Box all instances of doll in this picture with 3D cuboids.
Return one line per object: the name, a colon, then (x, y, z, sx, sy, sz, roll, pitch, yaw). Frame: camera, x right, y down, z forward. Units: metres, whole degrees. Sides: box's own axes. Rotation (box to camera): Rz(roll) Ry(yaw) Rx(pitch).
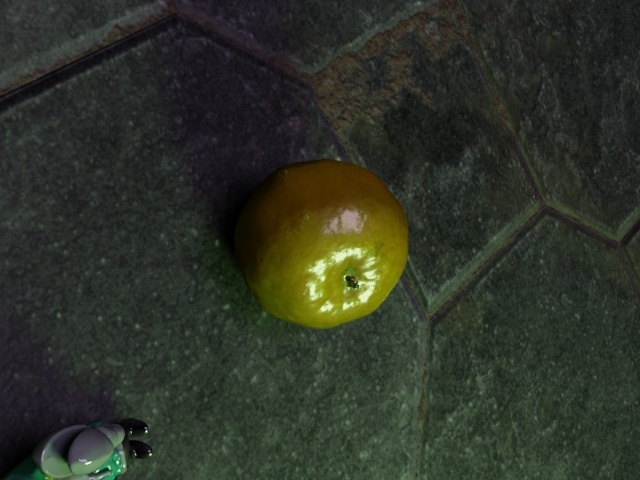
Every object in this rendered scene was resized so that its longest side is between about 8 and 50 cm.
doll: (-0.310, 0.300, 1.356, 0.195, 0.153, 0.258, 62, 41, -33)

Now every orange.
orange: (0.000, 0.000, 1.653, 0.279, 0.235, 0.279, -16, 129, -21)
